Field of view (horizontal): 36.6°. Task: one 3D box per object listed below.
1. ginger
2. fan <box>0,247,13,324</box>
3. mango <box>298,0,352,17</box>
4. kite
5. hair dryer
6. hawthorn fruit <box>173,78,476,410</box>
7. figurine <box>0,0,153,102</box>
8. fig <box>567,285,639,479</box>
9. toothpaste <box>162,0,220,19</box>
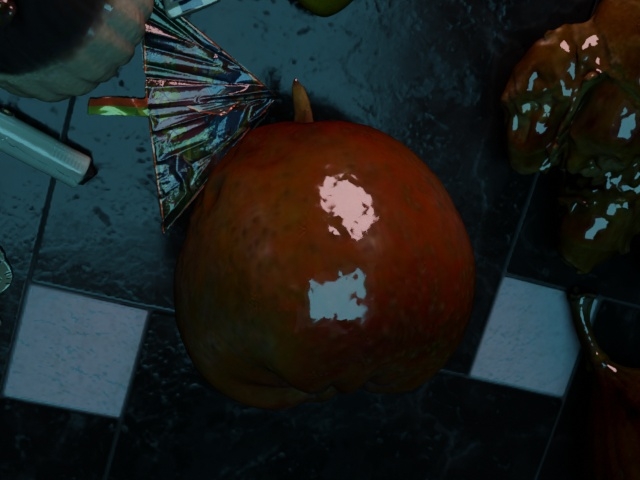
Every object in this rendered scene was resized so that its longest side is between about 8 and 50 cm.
[{"bbox_3d":[0.341,-0.098,0.974,0.274,0.152,0.358,-33,107,-2],"label":"ginger"},{"bbox_3d":[-0.327,0.046,0.947,0.055,0.004,0.083,-13,107,-8],"label":"fan"},{"bbox_3d":[0.013,-0.293,0.888,0.111,0.089,0.163,28,105,-18],"label":"mango"},{"bbox_3d":[-0.133,-0.122,0.941,0.183,0.014,0.241,-1,106,-11],"label":"kite"},{"bbox_3d":[-0.318,-0.103,0.889,0.236,0.073,0.131,27,99,-26],"label":"hair dryer"},{"bbox_3d":[0.000,0.000,0.886,0.276,0.277,0.298,-9,87,-10],"label":"hawthorn fruit"},{"bbox_3d":[-0.241,-0.201,0.734,0.185,0.332,0.204,-41,99,7],"label":"figurine"},{"bbox_3d":[0.355,0.194,1.064,0.216,0.217,0.321,-30,80,-3],"label":"fig"},{"bbox_3d":[-0.150,-0.301,0.879,0.057,0.035,0.197,-22,111,-1],"label":"toothpaste"}]
